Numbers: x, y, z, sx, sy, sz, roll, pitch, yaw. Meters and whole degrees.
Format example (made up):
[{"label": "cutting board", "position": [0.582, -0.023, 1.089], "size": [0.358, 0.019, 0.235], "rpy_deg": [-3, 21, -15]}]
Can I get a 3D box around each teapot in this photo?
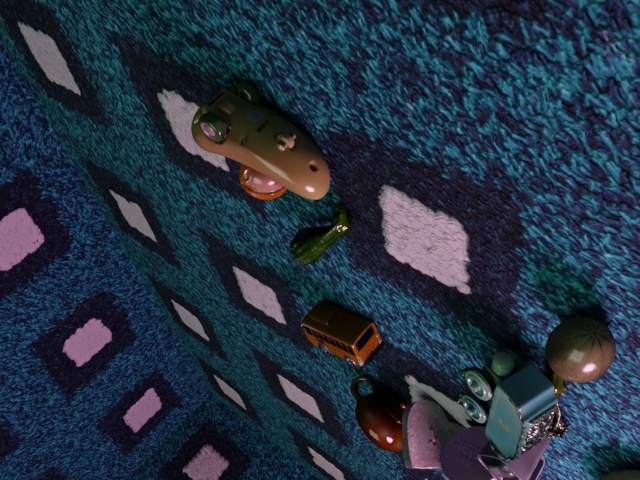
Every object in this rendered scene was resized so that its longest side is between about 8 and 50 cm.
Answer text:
[{"label": "teapot", "position": [0.177, 0.477, 1.791], "size": [0.252, 0.135, 0.178], "rpy_deg": [52, -170, 29]}]

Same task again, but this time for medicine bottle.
[{"label": "medicine bottle", "position": [0.417, 0.598, 1.528], "size": [0.178, 0.178, 0.291], "rpy_deg": [9, 136, 52]}]

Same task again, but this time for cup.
[{"label": "cup", "position": [0.423, 0.460, 1.368], "size": [0.128, 0.129, 0.095], "rpy_deg": [48, 155, -7]}]

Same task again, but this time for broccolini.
[{"label": "broccolini", "position": [0.436, 0.302, 1.197], "size": [0.067, 0.058, 0.216], "rpy_deg": [28, 149, 33]}]

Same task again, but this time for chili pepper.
[{"label": "chili pepper", "position": [-0.002, -0.006, 1.360], "size": [0.074, 0.100, 0.257], "rpy_deg": [34, 151, -17]}]

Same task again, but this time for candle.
[{"label": "candle", "position": [0.277, 0.509, 1.624], "size": [0.192, 0.168, 0.068], "rpy_deg": [43, 161, 8]}]

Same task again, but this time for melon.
[{"label": "melon", "position": [0.405, 0.169, 1.002], "size": [0.098, 0.098, 0.131], "rpy_deg": [35, 150, 21]}]

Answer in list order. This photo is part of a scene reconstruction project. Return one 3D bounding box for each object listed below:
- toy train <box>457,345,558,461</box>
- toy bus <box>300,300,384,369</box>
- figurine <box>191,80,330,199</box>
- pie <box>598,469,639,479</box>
[{"label": "toy train", "position": [0.356, 0.307, 1.216], "size": [0.163, 0.112, 0.203], "rpy_deg": [46, 155, 39]}, {"label": "toy bus", "position": [0.048, 0.234, 1.630], "size": [0.201, 0.098, 0.114], "rpy_deg": [19, 143, 43]}, {"label": "figurine", "position": [-0.121, -0.168, 1.264], "size": [0.324, 0.124, 0.222], "rpy_deg": [33, 152, 17]}, {"label": "pie", "position": [0.670, 0.546, 1.194], "size": [0.339, 0.077, 0.339], "rpy_deg": [39, 156, 20]}]
